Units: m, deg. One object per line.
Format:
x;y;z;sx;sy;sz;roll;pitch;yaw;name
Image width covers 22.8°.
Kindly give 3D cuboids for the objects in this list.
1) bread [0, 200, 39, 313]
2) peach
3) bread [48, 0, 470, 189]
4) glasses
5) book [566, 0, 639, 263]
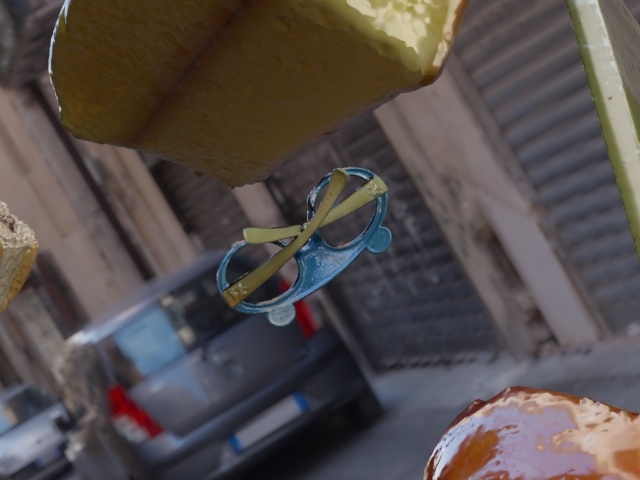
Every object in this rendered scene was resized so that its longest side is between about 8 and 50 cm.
-0.357;0.015;1.699;0.082;0.125;0.106;1;-61;-46;bread
0.249;0.316;1.333;0.310;0.406;0.335;-62;-16;-17;peach
-0.048;-0.200;1.154;0.362;0.233;0.245;-31;31;62;bread
-0.022;-0.025;1.840;0.239;0.102;0.207;-36;-29;-13;glasses
0.302;-0.088;1.463;0.035;0.352;0.239;-21;-28;20;book
